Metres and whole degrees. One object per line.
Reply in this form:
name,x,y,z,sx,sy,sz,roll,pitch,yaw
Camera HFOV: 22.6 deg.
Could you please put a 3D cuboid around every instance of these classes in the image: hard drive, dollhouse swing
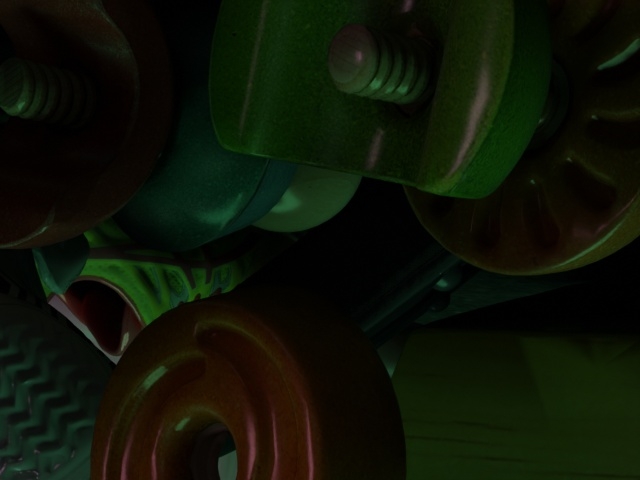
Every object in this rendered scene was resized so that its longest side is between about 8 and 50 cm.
hard drive,0.008,0.030,0.714,0.172,0.054,0.254,-37,174,0
dollhouse swing,0.175,0.180,0.795,0.315,0.304,0.347,1,-179,21

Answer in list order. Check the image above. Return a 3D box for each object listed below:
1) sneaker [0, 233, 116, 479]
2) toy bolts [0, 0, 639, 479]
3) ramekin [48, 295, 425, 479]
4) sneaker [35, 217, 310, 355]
sneaker,-0.131,0.059,0.621,0.137,0.366,0.210,-41,170,5
toy bolts,0.000,0.000,0.509,0.228,0.218,0.158,19,-174,42
ramekin,-0.070,0.097,0.990,0.273,0.127,0.273,8,180,0
sneaker,-0.088,0.015,0.813,0.208,0.094,0.081,14,164,-41
